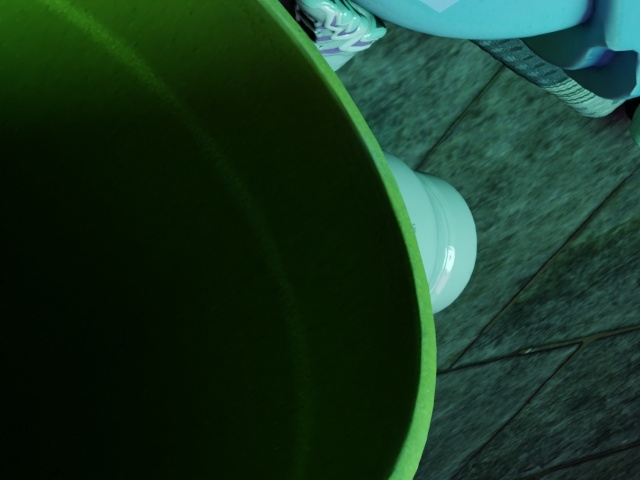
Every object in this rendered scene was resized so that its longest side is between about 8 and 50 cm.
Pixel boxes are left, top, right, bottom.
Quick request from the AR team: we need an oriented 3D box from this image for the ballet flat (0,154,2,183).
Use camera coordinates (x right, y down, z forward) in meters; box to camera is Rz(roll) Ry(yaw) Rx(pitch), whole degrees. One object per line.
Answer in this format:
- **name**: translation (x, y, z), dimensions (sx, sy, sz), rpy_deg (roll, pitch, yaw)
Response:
- **ballet flat**: translation (-0.219, 0.014, 0.964), dimensions (0.086, 0.086, 0.248), rpy_deg (-2, 139, -53)

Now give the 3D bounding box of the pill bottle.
- **pill bottle**: translation (0.000, 0.000, 1.159), dimensions (0.131, 0.131, 0.229), rpy_deg (-46, 155, 24)

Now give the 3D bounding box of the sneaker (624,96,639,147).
- **sneaker**: translation (0.351, -0.122, 1.446), dimensions (0.256, 0.094, 0.151), rpy_deg (-3, 137, -36)

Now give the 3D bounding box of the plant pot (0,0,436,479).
- **plant pot**: translation (-0.202, 0.062, 0.768), dimensions (0.366, 0.366, 0.353), rpy_deg (-8, 154, -47)

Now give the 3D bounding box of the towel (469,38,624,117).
- **towel**: translation (0.207, -0.207, 0.951), dimensions (0.324, 0.056, 0.312), rpy_deg (-39, 155, 16)

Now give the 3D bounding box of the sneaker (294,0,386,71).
- **sneaker**: translation (-0.006, -0.114, 1.044), dimensions (0.069, 0.038, 0.098), rpy_deg (-42, 156, 14)

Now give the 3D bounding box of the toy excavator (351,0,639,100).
- **toy excavator**: translation (0.003, -0.204, 0.566), dimensions (0.445, 0.222, 0.433), rpy_deg (-19, 138, -11)
